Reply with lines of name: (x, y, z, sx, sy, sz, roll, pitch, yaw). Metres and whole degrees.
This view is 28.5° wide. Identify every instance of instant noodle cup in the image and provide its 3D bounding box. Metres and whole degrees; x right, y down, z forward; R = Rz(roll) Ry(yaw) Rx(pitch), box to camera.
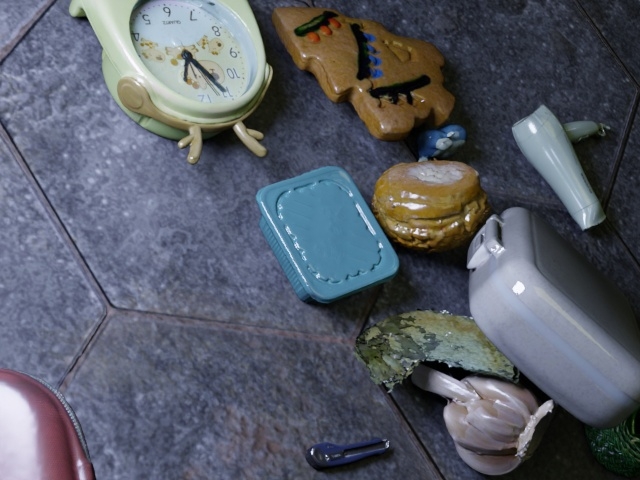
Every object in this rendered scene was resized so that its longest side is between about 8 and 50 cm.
instant noodle cup: (0.000, 0.000, 1.657, 0.157, 0.070, 0.179, -19, 73, -38)

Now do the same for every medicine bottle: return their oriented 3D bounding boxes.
medicine bottle: (0.311, 0.093, 1.663, 0.282, 0.123, 0.375, 43, 17, -4)

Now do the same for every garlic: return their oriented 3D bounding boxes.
garlic: (0.201, 0.223, 1.628, 0.194, 0.127, 0.131, 20, 71, 17)

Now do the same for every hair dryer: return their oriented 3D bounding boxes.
hair dryer: (0.423, -0.137, 2.030, 0.237, 0.075, 0.206, -30, 87, -49)

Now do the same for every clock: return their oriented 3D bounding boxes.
clock: (-0.182, -0.231, 1.670, 0.235, 0.096, 0.308, -9, 67, -37)

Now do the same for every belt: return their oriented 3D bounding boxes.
belt: (0.442, 0.252, 1.771, 0.121, 0.079, 0.151, 30, 49, -13)

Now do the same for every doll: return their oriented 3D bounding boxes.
doll: (0.182, -0.145, 1.862, 0.083, 0.076, 0.050, -15, 71, -43)

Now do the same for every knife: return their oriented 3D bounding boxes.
knife: (0.035, 0.259, 1.550, 0.121, 0.018, 0.031, -5, 66, -36)

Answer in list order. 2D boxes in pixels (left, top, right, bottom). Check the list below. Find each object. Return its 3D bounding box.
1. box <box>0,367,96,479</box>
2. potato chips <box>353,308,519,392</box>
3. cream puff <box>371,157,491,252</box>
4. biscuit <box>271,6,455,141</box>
box: (-0.293, 0.297, 1.012, 0.263, 0.108, 0.404, -17, 62, 1)
potato chips: (0.145, 0.141, 1.621, 0.219, 0.029, 0.202, -3, 27, -21)
cream puff: (0.151, -0.043, 1.742, 0.165, 0.115, 0.150, 12, 30, 18)
biscuit: (0.061, -0.261, 1.846, 0.301, 0.043, 0.278, 27, 39, -5)
